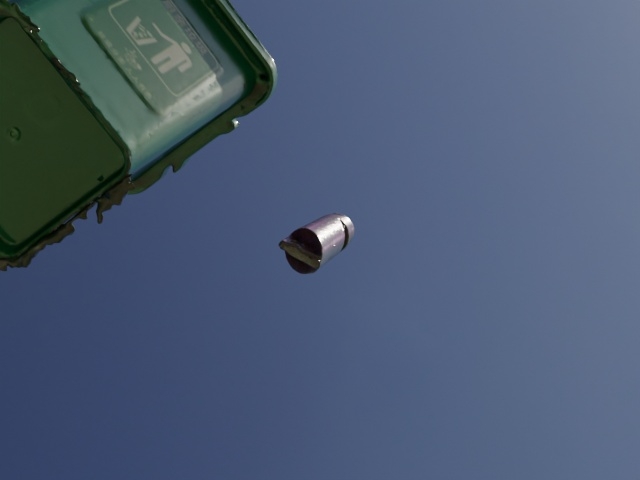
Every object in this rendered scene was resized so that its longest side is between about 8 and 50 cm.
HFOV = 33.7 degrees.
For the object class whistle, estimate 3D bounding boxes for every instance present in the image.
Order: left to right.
[{"bbox_3d":[0.000,0.000,0.800,0.033,0.176,0.033,1,-83,10],"label":"whistle"}]

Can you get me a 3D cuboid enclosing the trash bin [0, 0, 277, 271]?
[{"bbox_3d":[-0.251,-0.148,1.076,0.295,0.381,0.259,-33,-79,23],"label":"trash bin"}]
